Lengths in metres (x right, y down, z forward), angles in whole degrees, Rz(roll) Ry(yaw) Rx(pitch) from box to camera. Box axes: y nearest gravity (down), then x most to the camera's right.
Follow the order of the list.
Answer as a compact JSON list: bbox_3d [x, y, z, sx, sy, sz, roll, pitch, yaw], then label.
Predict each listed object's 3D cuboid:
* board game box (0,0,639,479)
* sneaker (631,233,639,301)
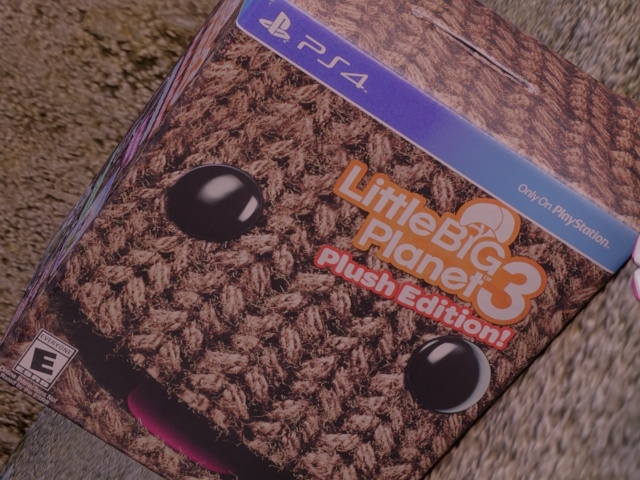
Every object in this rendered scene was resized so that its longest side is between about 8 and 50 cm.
[{"bbox_3d":[0.000,0.000,1.067,0.291,0.232,0.141,-52,12,30],"label":"board game box"},{"bbox_3d":[0.204,-0.062,0.711,0.111,0.103,0.252,-35,30,54],"label":"sneaker"}]
